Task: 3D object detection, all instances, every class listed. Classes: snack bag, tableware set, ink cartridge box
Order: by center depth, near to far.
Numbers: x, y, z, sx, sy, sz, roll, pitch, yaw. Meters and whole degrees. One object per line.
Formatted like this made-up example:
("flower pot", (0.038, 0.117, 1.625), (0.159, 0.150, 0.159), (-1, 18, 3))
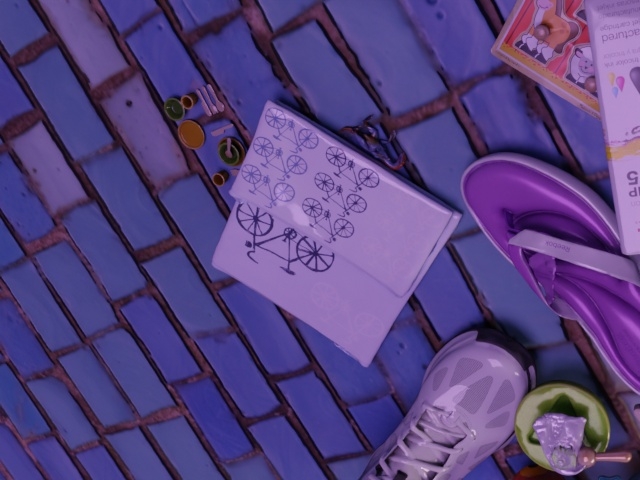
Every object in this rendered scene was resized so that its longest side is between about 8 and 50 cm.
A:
("ink cartridge box", (0.409, -0.143, 1.117), (0.198, 0.197, 0.270), (-8, 99, 22))
("snack bag", (0.000, 0.000, 1.565), (0.323, 0.037, 0.343), (32, 127, 6))
("tableware set", (-0.175, -0.156, 1.588), (0.104, 0.024, 0.154), (-16, 108, 35))

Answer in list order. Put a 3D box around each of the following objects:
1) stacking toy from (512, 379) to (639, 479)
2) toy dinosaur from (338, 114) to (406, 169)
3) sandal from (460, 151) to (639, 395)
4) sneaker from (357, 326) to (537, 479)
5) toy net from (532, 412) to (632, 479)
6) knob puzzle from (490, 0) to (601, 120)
("stacking toy", (0.412, 0.325, 1.502), (0.308, 0.130, 0.280), (4, 103, 19))
("toy dinosaur", (0.081, -0.134, 1.464), (0.082, 0.047, 0.090), (55, 161, -19))
("sandal", (0.338, 0.050, 1.351), (0.416, 0.102, 0.169), (45, 134, 5))
("sneaker", (0.154, 0.339, 1.534), (0.169, 0.257, 0.448), (35, 127, 8))
("toy net", (0.377, 0.326, 1.410), (0.232, 0.045, 0.122), (37, 95, 16))
("knob puzzle", (0.319, -0.259, 1.256), (0.213, 0.030, 0.213), (13, 121, 23))
